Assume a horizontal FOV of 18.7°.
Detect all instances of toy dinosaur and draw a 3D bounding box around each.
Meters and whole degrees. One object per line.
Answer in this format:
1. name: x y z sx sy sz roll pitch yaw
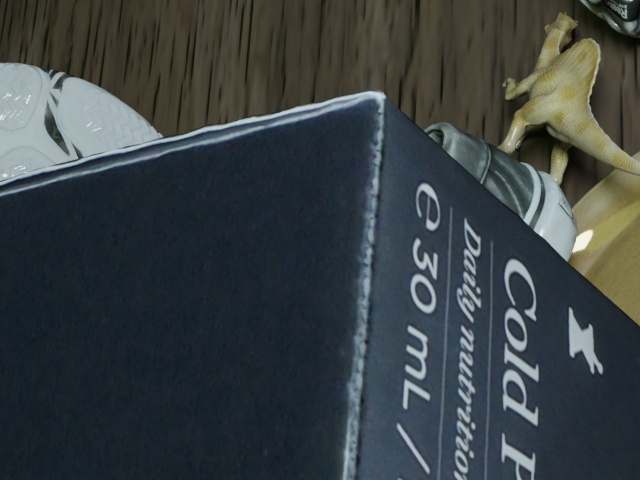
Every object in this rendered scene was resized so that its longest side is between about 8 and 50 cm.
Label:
1. toy dinosaur: 0.137 -0.072 1.126 0.092 0.053 0.183 -52 29 25

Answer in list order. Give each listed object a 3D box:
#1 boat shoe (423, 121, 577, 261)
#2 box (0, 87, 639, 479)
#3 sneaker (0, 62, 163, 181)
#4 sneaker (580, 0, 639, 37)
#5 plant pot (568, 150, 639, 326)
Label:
1. boat shoe: -0.003 0.072 1.102 0.335 0.119 0.121 -52 25 4
2. box: 0.012 0.277 0.760 0.297 0.472 0.480 -12 59 30
3. sneaker: -0.259 -0.034 1.371 0.366 0.210 0.137 12 70 4
4. sneaker: 0.175 -0.192 1.157 0.292 0.110 0.118 32 96 43
5. plant pot: 0.190 0.031 1.022 0.236 0.032 0.236 -36 29 24
